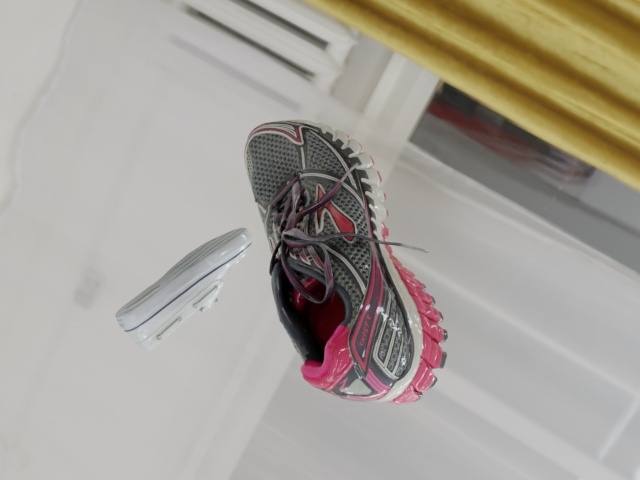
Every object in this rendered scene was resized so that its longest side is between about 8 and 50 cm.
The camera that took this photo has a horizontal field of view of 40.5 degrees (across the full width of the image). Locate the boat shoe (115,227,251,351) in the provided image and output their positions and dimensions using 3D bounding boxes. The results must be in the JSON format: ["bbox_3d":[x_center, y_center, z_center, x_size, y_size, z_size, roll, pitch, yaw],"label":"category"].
[{"bbox_3d":[-0.183,0.070,1.240,0.226,0.075,0.083,-36,-161,-16],"label":"boat shoe"}]

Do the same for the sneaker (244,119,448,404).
[{"bbox_3d":[0.000,0.000,0.739,0.112,0.299,0.121,10,130,-40],"label":"sneaker"}]
